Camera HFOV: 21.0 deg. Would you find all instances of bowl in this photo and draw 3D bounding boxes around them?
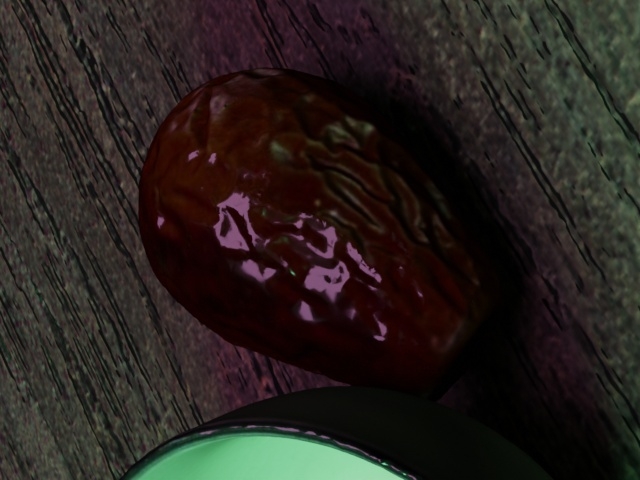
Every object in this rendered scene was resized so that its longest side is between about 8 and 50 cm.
[{"bbox_3d":[0.045,0.233,1.058,0.354,0.185,0.354,13,117,27],"label":"bowl"}]

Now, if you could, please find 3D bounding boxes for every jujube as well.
[{"bbox_3d":[0.000,0.000,1.118,0.255,0.190,0.190,35,126,19],"label":"jujube"}]
